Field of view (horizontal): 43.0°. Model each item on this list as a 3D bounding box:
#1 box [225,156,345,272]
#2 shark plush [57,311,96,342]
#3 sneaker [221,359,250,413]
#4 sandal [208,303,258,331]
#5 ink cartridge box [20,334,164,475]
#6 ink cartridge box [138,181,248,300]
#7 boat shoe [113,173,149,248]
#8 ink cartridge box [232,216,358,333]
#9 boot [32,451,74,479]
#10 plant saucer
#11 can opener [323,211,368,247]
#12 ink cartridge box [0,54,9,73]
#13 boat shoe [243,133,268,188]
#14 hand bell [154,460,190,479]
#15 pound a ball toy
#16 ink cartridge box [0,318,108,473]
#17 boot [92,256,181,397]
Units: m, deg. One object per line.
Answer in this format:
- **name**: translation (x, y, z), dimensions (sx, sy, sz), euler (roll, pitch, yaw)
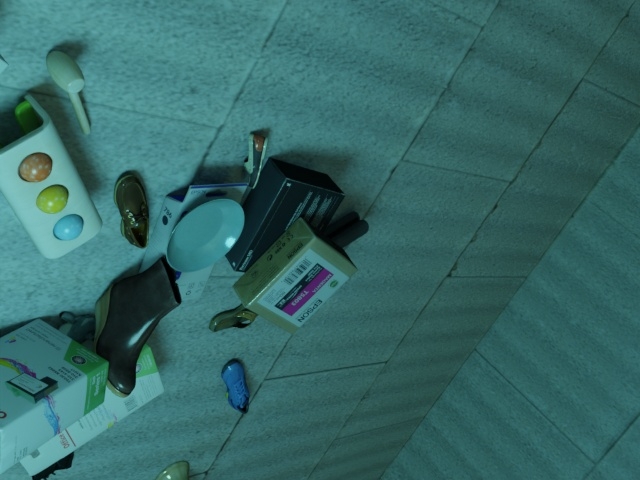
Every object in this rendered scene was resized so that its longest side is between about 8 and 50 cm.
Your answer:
- **box**: translation (-0.091, -0.044, 1.907), dimensions (0.184, 0.103, 0.261), euler (11, 118, -43)
- **shark plush**: translation (-0.508, 0.204, 1.764), dimensions (0.161, 0.067, 0.073), euler (8, 120, -53)
- **sneaker**: translation (-0.233, 0.422, 2.327), dimensions (0.069, 0.082, 0.209), euler (-28, 143, -23)
- **sandal**: translation (-0.208, 0.204, 2.134), dimensions (0.180, 0.049, 0.072), euler (-22, 141, -34)
- **ink cartridge box**: translation (-0.546, 0.353, 1.841), dimensions (0.353, 0.119, 0.207), euler (-32, 147, -23)
- **ink cartridge box**: translation (-0.288, -0.005, 1.787), dimensions (0.165, 0.065, 0.333), euler (-6, 132, -46)
- **boat shoe**: translation (-0.371, -0.056, 1.634), dimensions (0.064, 0.060, 0.178), euler (-27, 144, -27)
- **ink cartridge box**: translation (-0.057, 0.087, 1.907), dimensions (0.235, 0.088, 0.193), euler (-46, 136, 8)
- **boot**: translation (-0.662, 0.540, 1.997), dimensions (0.099, 0.045, 0.121), euler (-15, 139, -36)
- **plant saucer**: translation (-0.250, -0.019, 1.720), dimensions (0.194, 0.037, 0.195), euler (-30, 146, -23)
- **can opener**: translation (0.000, 0.000, 2.116), dimensions (0.283, 0.076, 0.095), euler (-32, 146, -20)
- **ink cartridge box**: translation (-0.604, -0.221, 1.118), dimensions (0.273, 0.114, 0.197), euler (-48, 148, 2)
- **boat shoe**: translation (-0.146, -0.174, 1.781), dimensions (0.043, 0.049, 0.137), euler (13, 131, -5)
- **hand bell**: translation (-0.384, 0.789, 2.416), dimensions (0.126, 0.242, 0.126), euler (-29, 145, -23)
- **pound a ball toy**: translation (-0.449, -0.132, 1.384), dimensions (0.208, 0.136, 0.319), euler (-34, 147, -18)
- **ink cartridge box**: translation (-0.581, 0.291, 1.565), dimensions (0.278, 0.201, 0.117), euler (-34, 145, -55)
- **boot**: translation (-0.376, 0.177, 1.687), dimensions (0.206, 0.249, 0.090), euler (-31, 149, 21)
